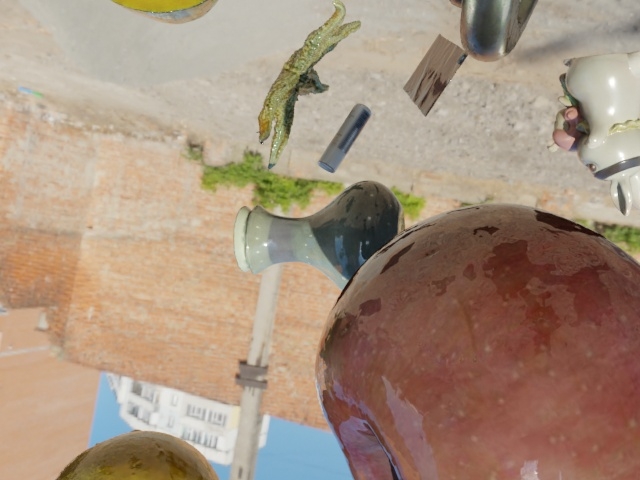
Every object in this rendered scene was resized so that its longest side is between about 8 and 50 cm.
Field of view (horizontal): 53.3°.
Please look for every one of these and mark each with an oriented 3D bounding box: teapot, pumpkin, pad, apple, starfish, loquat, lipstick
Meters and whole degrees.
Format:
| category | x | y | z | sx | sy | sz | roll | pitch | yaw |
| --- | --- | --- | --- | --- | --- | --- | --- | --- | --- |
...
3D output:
| category | x | y | z | sx | sy | sz | roll | pitch | yaw |
| --- | --- | --- | --- | --- | --- | --- | --- | --- | --- |
| teapot | 0.000 | 0.000 | 0.976 | 0.251 | 0.183 | 0.183 | 1 | 177 | 13 |
| pumpkin | -0.230 | -0.398 | 0.949 | 0.217 | 0.217 | 0.110 | 10 | 162 | 2 |
| pad | 0.181 | -0.273 | 1.037 | 0.006 | 0.113 | 0.188 | 27 | -158 | -16 |
| apple | 0.130 | 0.121 | 0.477 | 0.235 | 0.305 | 0.306 | -25 | -169 | -17 |
| starfish | -0.035 | -0.293 | 1.193 | 0.078 | 0.347 | 0.358 | 28 | -176 | 1 |
| loquat | -0.231 | 0.354 | 0.782 | 0.244 | 0.244 | 0.244 | 10 | 179 | 0 |
| lipstick | 0.047 | -0.195 | 1.207 | 0.040 | 0.141 | 0.040 | 32 | 171 | 6 |

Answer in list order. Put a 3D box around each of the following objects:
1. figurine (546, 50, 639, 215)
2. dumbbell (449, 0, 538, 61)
| category | x | y | z | sx | sy | sz | roll | pitch | yaw |
| --- | --- | --- | --- | --- | --- | --- | --- | --- | --- |
| figurine | 0.271 | -0.103 | 0.606 | 0.081 | 0.146 | 0.098 | -9 | -165 | -8 |
| dumbbell | 0.188 | -0.179 | 0.351 | 0.290 | 0.192 | 0.192 | 19 | -178 | 16 |
